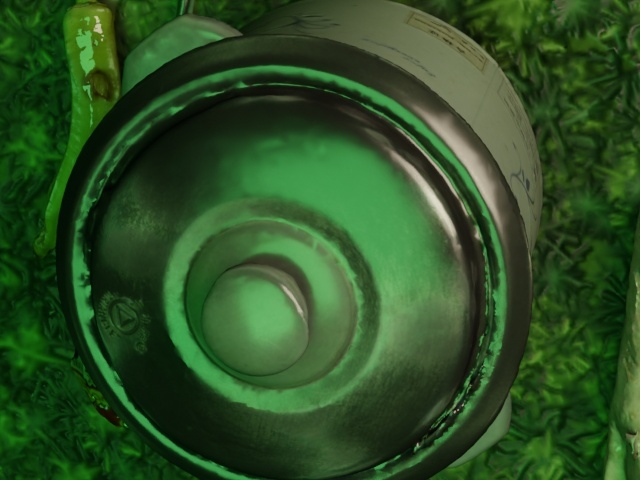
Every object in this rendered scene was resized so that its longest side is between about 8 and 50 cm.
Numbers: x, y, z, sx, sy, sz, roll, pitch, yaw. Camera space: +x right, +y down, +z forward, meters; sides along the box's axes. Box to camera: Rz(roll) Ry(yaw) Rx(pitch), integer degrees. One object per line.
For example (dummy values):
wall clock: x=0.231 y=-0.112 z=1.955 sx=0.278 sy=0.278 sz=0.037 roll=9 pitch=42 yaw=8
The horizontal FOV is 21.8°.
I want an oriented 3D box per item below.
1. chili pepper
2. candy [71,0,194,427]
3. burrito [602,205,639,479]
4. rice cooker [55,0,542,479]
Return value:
chili pepper: x=-0.161 y=-0.072 z=1.124 sx=0.048 sy=0.043 sz=0.208 roll=12 pitch=113 yaw=-2
candy: x=-0.104 y=-0.019 z=1.117 sx=0.091 sy=0.083 sz=0.306 roll=14 pitch=104 yaw=13
burrito: x=0.225 y=0.085 z=1.055 sx=0.087 sy=0.060 sz=0.226 roll=14 pitch=111 yaw=16
rice cooker: x=0.000 y=0.000 z=0.959 sx=0.264 sy=0.316 sz=0.317 roll=-31 pitch=98 yaw=21
